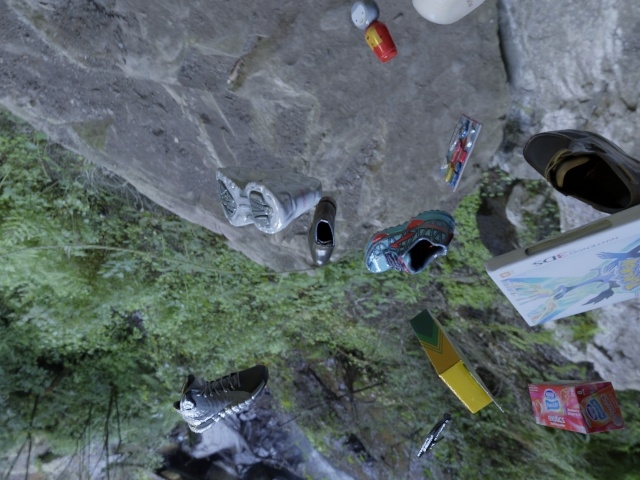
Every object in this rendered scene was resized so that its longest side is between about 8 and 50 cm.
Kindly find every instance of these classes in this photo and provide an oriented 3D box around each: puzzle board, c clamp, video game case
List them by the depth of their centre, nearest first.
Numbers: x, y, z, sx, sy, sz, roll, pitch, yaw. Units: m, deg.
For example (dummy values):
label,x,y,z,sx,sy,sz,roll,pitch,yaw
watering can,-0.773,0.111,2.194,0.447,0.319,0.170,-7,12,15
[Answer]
label,x,y,z,sx,sy,sz,roll,pitch,yaw
puzzle board,0.260,-0.169,0.803,0.011,0.096,0.128,11,116,-10
video game case,0.536,0.070,0.867,0.299,0.036,0.329,-25,139,27
c clamp,0.295,0.497,1.090,0.137,0.022,0.161,-21,136,-35

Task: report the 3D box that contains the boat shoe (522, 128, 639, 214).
label,x,y,z,sx,sy,sz,roll,pitch,yaw
boat shoe,0.548,-0.155,0.883,0.130,0.355,0.133,4,116,-22

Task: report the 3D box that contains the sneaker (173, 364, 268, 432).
label,x,y,z,sx,sy,sz,roll,pitch,yaw
sneaker,-0.239,0.340,0.976,0.228,0.086,0.132,-36,116,-1

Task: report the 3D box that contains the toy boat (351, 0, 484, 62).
label,x,y,z,sx,sy,sz,roll,pitch,yaw
toy boat,0.224,-0.539,0.919,0.318,0.267,0.148,-29,90,22

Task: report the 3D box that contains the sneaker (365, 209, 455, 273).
label,x,y,z,sx,sy,sz,roll,pitch,yaw
sneaker,0.199,0.026,1.014,0.104,0.125,0.261,35,134,-22

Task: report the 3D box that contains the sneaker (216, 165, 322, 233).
label,x,y,z,sx,sy,sz,roll,pitch,yaw
sneaker,-0.079,-0.072,0.647,0.115,0.232,0.091,-22,118,-30

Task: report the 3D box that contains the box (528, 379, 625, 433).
label,x,y,z,sx,sy,sz,roll,pitch,yaw
box,0.763,0.498,1.288,0.122,0.128,0.257,-5,163,-5

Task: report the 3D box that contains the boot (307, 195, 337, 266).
label,x,y,z,sx,sy,sz,roll,pitch,yaw
boot,0.000,0.000,1.149,0.082,0.106,0.220,6,122,3

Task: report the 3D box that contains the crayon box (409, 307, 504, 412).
label,x,y,z,sx,sy,sz,roll,pitch,yaw
crayon box,0.403,0.375,1.300,0.083,0.323,0.203,-38,112,8
